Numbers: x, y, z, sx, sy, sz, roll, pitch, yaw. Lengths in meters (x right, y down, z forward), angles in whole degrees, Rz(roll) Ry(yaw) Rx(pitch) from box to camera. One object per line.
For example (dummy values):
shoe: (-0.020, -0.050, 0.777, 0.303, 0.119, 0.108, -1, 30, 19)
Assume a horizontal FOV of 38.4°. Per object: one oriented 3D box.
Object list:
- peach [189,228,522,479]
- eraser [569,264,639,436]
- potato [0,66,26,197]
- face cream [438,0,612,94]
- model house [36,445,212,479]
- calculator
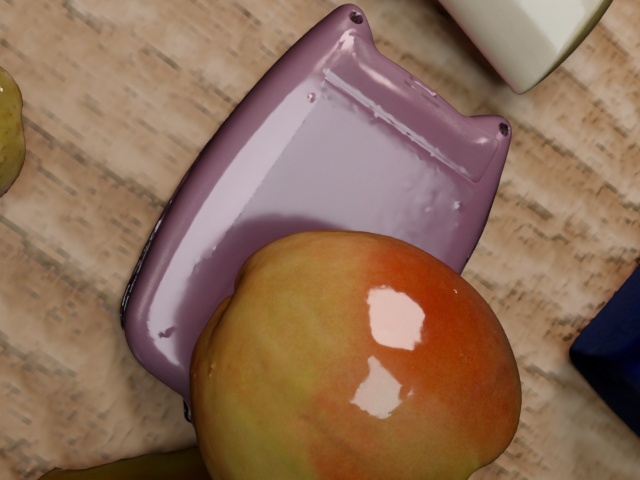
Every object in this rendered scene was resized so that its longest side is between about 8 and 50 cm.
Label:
peach: (0.015, 0.080, 0.511, 0.184, 0.184, 0.184, 0, 89, -15)
eraser: (0.343, 0.016, 0.671, 0.332, 0.101, 0.155, -46, 102, -10)
potato: (-0.252, -0.050, 0.520, 0.170, 0.080, 0.107, -13, 106, -16)
face cream: (0.081, -0.281, 0.611, 0.173, 0.081, 0.348, -45, 100, -13)
model house: (-0.097, 0.253, 0.528, 0.239, 0.173, 0.268, -26, 104, -52)
calculator: (0.001, 0.000, 0.606, 0.194, 0.043, 0.294, 34, 83, -13)
